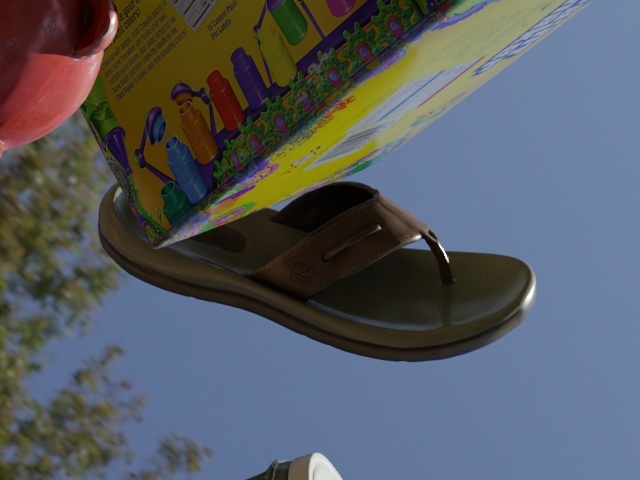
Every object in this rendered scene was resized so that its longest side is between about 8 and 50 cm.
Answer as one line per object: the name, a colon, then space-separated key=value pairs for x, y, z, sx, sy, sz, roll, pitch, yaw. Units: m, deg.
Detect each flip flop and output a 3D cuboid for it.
flip flop: x=0.000 y=0.000 z=1.168 sx=0.277 sy=0.080 sz=0.112 roll=16 pitch=-149 yaw=3

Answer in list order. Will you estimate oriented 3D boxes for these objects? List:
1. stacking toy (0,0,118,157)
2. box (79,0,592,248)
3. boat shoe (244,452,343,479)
stacking toy: x=-0.240 y=-0.030 z=0.690 sx=0.309 sy=0.279 sz=0.130 roll=-51 pitch=-120 yaw=20
box: x=-0.015 y=-0.194 z=0.928 sx=0.290 sy=0.177 sz=0.279 roll=-35 pitch=-100 yaw=49
boat shoe: x=0.007 y=0.296 z=1.541 sx=0.099 sy=0.319 sz=0.116 roll=-15 pitch=-140 yaw=14
